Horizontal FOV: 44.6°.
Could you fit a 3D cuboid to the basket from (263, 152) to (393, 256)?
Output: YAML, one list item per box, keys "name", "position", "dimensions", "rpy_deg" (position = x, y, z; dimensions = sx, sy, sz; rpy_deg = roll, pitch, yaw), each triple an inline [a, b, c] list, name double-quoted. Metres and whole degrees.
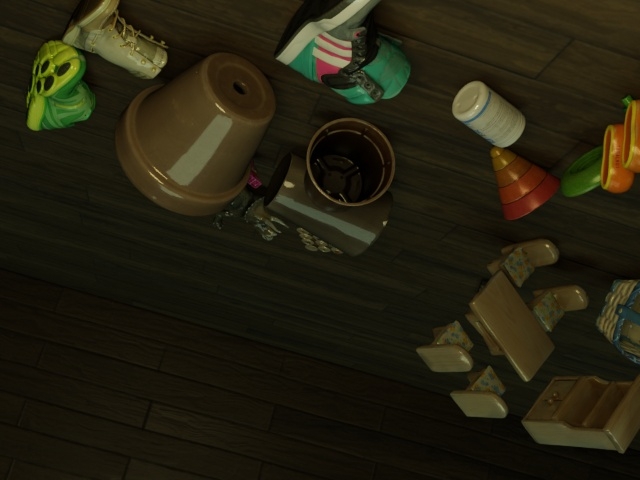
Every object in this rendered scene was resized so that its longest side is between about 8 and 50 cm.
- name: "basket"
  position: [0.008, -0.082, 1.663]
  dimensions: [0.227, 0.154, 0.204]
  rpy_deg: [26, 156, -18]

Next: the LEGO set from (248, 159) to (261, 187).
- name: "LEGO set"
  position: [-0.235, -0.188, 1.655]
  dimensions: [0.087, 0.093, 0.227]
  rpy_deg: [-33, 132, 22]

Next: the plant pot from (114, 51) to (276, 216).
- name: "plant pot"
  position: [-0.196, -0.206, 1.381]
  dimensions: [0.263, 0.263, 0.229]
  rpy_deg: [26, 138, -28]

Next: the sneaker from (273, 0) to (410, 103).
- name: "sneaker"
  position: [0.063, -0.284, 1.112]
  dimensions: [0.179, 0.123, 0.295]
  rpy_deg: [27, 164, -19]

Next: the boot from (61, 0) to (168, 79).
- name: "boot"
  position: [-0.326, -0.343, 1.301]
  dimensions: [0.165, 0.077, 0.213]
  rpy_deg: [26, 162, -27]

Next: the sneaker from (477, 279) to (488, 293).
- name: "sneaker"
  position: [0.465, 0.150, 2.089]
  dimensions: [0.089, 0.051, 0.170]
  rpy_deg: [15, 157, 11]

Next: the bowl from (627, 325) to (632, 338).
- name: "bowl"
  position: [0.823, 0.231, 2.015]
  dimensions: [0.170, 0.080, 0.170]
  rpy_deg: [12, 160, 4]

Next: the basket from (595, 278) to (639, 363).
- name: "basket"
  position: [0.769, 0.193, 1.734]
  dimensions: [0.255, 0.201, 0.289]
  rpy_deg: [20, -171, -16]

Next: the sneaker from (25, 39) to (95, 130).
- name: "sneaker"
  position: [-0.499, -0.301, 1.527]
  dimensions: [0.124, 0.109, 0.296]
  rpy_deg: [-1, 167, -29]

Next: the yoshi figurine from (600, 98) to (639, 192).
- name: "yoshi figurine"
  position: [0.591, -0.087, 1.083]
  dimensions: [0.363, 0.203, 0.202]
  rpy_deg: [5, 127, 4]

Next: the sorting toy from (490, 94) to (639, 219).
- name: "sorting toy"
  position: [0.413, -0.150, 1.313]
  dimensions: [0.126, 0.127, 0.366]
  rpy_deg: [51, 147, -9]

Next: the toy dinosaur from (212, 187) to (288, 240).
- name: "toy dinosaur"
  position: [-0.231, -0.111, 1.836]
  dimensions: [0.160, 0.120, 0.314]
  rpy_deg: [-20, 138, 38]

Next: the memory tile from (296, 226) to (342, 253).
- name: "memory tile"
  position: [0.000, 0.000, 2.069]
  dimensions: [0.113, 0.012, 0.148]
  rpy_deg: [9, 159, 15]

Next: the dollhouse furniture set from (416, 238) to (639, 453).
- name: "dollhouse furniture set"
  position: [0.485, 0.245, 1.671]
  dimensions: [0.394, 0.362, 0.256]
  rpy_deg: [53, 151, -11]

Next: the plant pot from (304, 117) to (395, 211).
- name: "plant pot"
  position: [0.042, -0.132, 1.505]
  dimensions: [0.167, 0.166, 0.165]
  rpy_deg: [17, 168, -8]

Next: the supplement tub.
- name: "supplement tub"
  position: [0.272, -0.204, 1.263]
  dimensions: [0.107, 0.070, 0.071]
  rpy_deg: [29, 156, -30]
